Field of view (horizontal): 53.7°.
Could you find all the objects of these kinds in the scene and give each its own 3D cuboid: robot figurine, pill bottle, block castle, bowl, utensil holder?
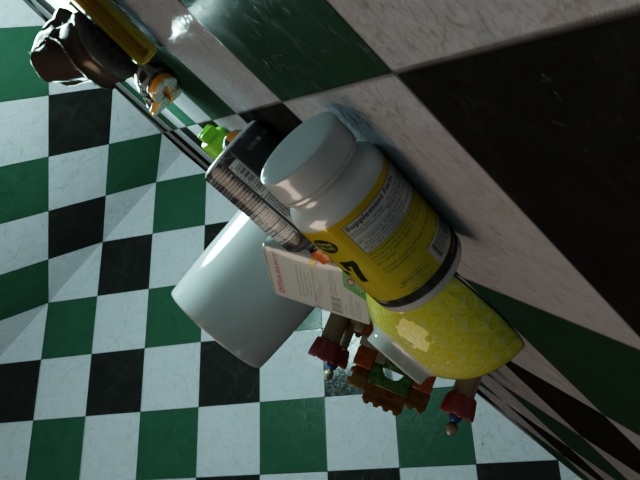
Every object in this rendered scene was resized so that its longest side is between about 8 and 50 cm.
[{"bbox_3d":[-0.222,-0.211,1.435,0.115,0.067,0.101,43,170,-29],"label":"robot figurine"},{"bbox_3d":[0.044,-0.028,0.667,0.208,0.119,0.119,43,175,-26],"label":"pill bottle"},{"bbox_3d":[0.206,0.356,1.716,0.453,0.213,0.303,21,170,13],"label":"block castle"},{"bbox_3d":[0.169,0.142,1.050,0.289,0.156,0.289,41,176,4],"label":"bowl"},{"bbox_3d":[-0.142,0.085,1.626,0.327,0.385,0.327,40,175,4],"label":"utensil holder"},{"bbox_3d":[-0.057,-0.069,1.035,0.245,0.130,0.130,41,176,-9],"label":"pill bottle"}]

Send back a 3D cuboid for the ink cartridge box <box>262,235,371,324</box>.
[{"bbox_3d":[0.009,0.054,1.209,0.212,0.093,0.154,14,141,20],"label":"ink cartridge box"}]

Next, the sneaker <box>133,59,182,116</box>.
[{"bbox_3d":[-0.350,-0.328,1.339,0.083,0.084,0.215,44,166,-6],"label":"sneaker"}]

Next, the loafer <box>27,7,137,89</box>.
[{"bbox_3d":[-0.438,-0.321,1.139,0.134,0.130,0.366,44,176,-35],"label":"loafer"}]

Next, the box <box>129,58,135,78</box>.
[{"bbox_3d":[-0.434,-0.394,1.380,0.105,0.043,0.179,37,-171,23],"label":"box"}]

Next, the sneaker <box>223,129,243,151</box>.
[{"bbox_3d":[-0.117,-0.129,1.209,0.121,0.099,0.262,43,177,39],"label":"sneaker"}]

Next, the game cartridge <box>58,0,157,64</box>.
[{"bbox_3d":[-0.460,-0.459,1.129,0.323,0.053,0.285,35,173,44],"label":"game cartridge"}]
